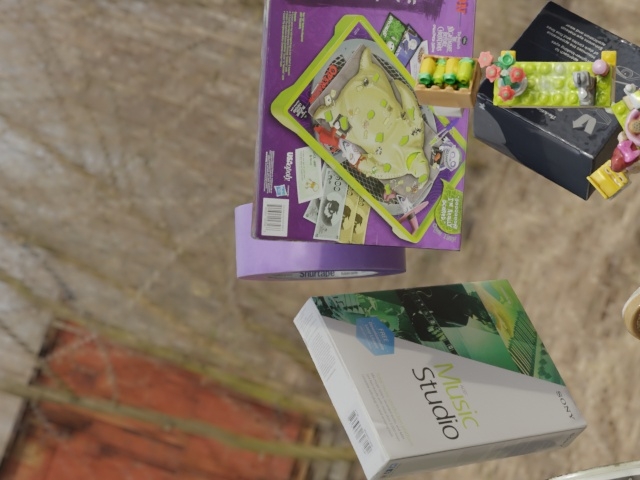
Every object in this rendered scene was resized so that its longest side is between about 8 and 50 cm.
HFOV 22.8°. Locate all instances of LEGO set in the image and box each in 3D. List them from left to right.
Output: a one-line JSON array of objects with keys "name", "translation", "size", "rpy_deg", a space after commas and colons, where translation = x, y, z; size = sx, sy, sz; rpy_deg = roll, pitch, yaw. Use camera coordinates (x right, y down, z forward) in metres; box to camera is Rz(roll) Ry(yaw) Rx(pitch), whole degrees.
[{"name": "LEGO set", "translation": [0.200, -0.088, 1.214], "size": [0.132, 0.287, 0.107], "rpy_deg": [-54, -14, 10]}]

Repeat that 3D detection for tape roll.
[{"name": "tape roll", "translation": [0.000, 0.000, 1.761], "size": [0.189, 0.189, 0.080], "rpy_deg": [125, 142, -84]}]

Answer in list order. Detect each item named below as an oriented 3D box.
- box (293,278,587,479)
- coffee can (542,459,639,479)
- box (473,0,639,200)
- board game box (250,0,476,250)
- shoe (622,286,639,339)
[{"name": "box", "translation": [0.150, 0.163, 1.939], "size": [0.058, 0.322, 0.232], "rpy_deg": [-53, 53, 41]}, {"name": "coffee can", "translation": [0.281, 0.360, 1.472], "size": [0.201, 0.202, 0.275], "rpy_deg": [113, 148, -67]}, {"name": "box", "translation": [0.275, -0.156, 1.762], "size": [0.158, 0.156, 0.093], "rpy_deg": [-50, -22, -22]}, {"name": "board game box", "translation": [0.044, -0.167, 1.543], "size": [0.056, 0.208, 0.346], "rpy_deg": [-166, 80, -83]}, {"name": "shoe", "translation": [0.383, 0.049, 1.569], "size": [0.058, 0.219, 0.076], "rpy_deg": [38, 137, 55]}]
